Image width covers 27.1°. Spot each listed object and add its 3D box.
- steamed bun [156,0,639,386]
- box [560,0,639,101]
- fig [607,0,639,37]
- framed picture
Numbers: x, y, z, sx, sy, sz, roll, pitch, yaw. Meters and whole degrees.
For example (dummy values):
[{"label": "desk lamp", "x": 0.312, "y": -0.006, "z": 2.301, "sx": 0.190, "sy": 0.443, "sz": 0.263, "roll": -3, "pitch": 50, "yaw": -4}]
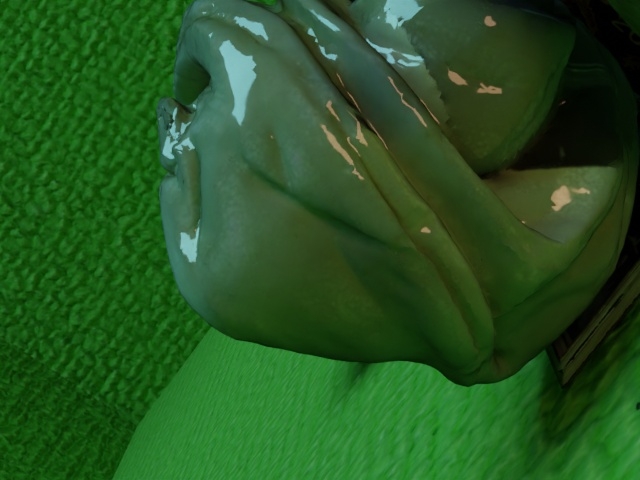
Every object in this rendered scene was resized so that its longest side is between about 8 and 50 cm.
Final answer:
[{"label": "steamed bun", "x": 0.068, "y": -0.091, "z": 0.904, "sx": 0.394, "sy": 0.346, "sz": 0.237, "roll": -32, "pitch": -20, "yaw": -53}, {"label": "box", "x": 0.253, "y": -0.213, "z": 1.159, "sx": 0.264, "sy": 0.116, "sz": 0.415, "roll": -50, "pitch": 5, "yaw": -23}, {"label": "fig", "x": 0.252, "y": -0.193, "z": 0.754, "sx": 0.207, "sy": 0.230, "sz": 0.207, "roll": -11, "pitch": 74, "yaw": 44}, {"label": "framed picture", "x": 0.224, "y": -0.031, "z": 0.995, "sx": 0.232, "sy": 0.019, "sz": 0.296, "roll": -54, "pitch": 7, "yaw": 12}]
